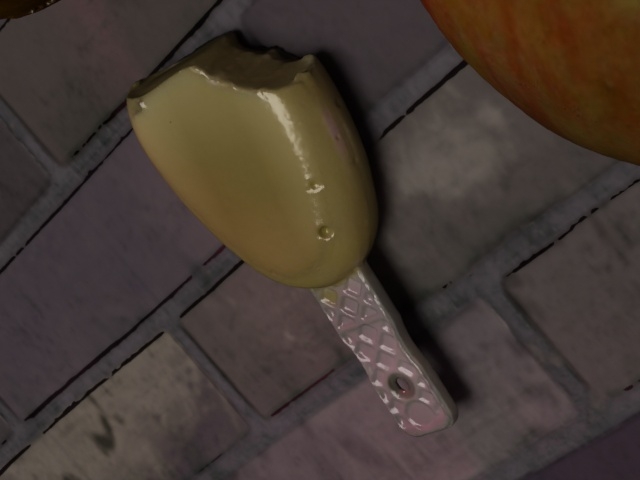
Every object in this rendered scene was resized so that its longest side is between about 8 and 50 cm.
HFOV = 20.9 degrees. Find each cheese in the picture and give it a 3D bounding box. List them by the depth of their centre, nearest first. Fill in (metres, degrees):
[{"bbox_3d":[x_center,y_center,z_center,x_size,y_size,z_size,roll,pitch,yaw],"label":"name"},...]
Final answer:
[{"bbox_3d":[0.000,0.000,0.954,0.127,0.050,0.255,-26,102,41],"label":"cheese"}]

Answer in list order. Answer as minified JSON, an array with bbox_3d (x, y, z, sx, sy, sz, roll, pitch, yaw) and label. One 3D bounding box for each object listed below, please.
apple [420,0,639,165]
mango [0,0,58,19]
[{"bbox_3d":[0.144,-0.159,0.605,0.264,0.264,0.264,18,127,26],"label":"apple"},{"bbox_3d":[-0.121,-0.184,0.861,0.156,0.151,0.248,21,154,-31],"label":"mango"}]
